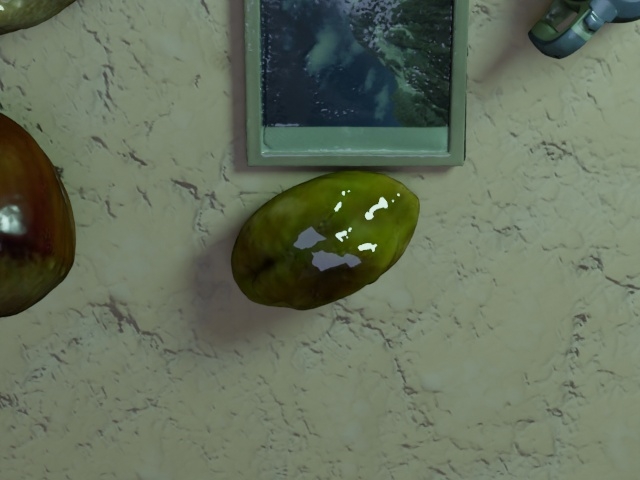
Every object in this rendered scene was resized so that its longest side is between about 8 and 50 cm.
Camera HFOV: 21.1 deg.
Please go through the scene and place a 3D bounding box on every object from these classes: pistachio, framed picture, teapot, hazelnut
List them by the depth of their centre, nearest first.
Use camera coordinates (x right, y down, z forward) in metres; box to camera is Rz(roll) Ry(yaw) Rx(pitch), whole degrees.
[{"bbox_3d":[0.240,-0.229,1.468,0.149,0.108,0.111,-19,113,8],"label":"teapot"},{"bbox_3d":[-0.316,-0.027,1.525,0.208,0.208,0.208,0,115,-1],"label":"hazelnut"},{"bbox_3d":[0.032,-0.196,1.530,0.208,0.019,0.281,-2,116,0],"label":"framed picture"},{"bbox_3d":[0.000,-0.003,1.575,0.189,0.100,0.110,-19,119,10],"label":"pistachio"}]

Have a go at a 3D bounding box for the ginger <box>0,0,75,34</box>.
[{"bbox_3d":[-0.258,-0.256,1.438,0.354,0.126,0.190,-13,110,7],"label":"ginger"}]
